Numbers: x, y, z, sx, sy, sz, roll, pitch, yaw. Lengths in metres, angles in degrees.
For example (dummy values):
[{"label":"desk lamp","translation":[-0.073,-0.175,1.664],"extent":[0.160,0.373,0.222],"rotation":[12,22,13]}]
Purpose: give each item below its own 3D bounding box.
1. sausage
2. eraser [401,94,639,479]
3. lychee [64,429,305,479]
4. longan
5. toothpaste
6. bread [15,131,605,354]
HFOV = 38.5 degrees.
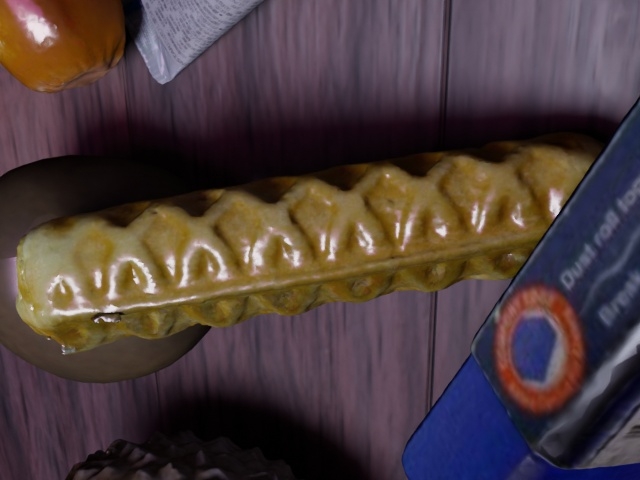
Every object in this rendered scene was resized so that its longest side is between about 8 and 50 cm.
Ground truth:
[{"label":"sausage","translation":[-0.227,-0.227,0.617],"extent":[0.105,0.105,0.274],"rotation":[-25,100,35]},{"label":"eraser","translation":[0.183,0.043,0.496],"extent":[0.332,0.155,0.102],"rotation":[-62,39,35]},{"label":"lychee","translation":[-0.103,0.299,0.712],"extent":[0.300,0.300,0.300],"rotation":[12,119,23]},{"label":"longan","translation":[-0.160,0.019,0.661],"extent":[0.189,0.189,0.189],"rotation":[12,119,23]},{"label":"toothpaste","translation":[-0.048,-0.189,0.547],"extent":[0.299,0.073,0.114],"rotation":[-15,106,50]},{"label":"bread","translation":[0.000,0.000,0.540],"extent":[0.367,0.077,0.084],"rotation":[-9,98,3]}]
